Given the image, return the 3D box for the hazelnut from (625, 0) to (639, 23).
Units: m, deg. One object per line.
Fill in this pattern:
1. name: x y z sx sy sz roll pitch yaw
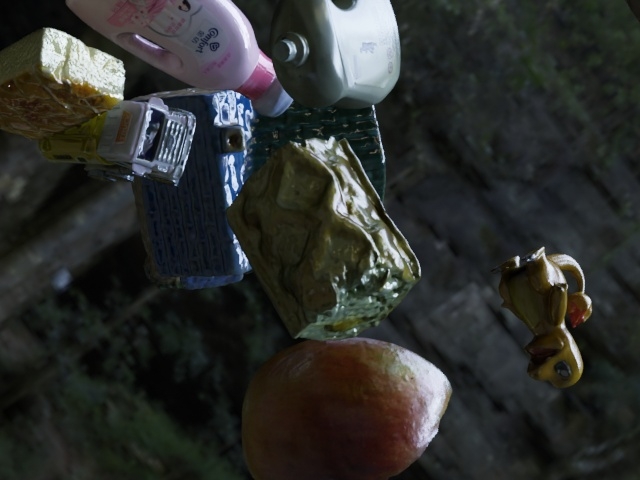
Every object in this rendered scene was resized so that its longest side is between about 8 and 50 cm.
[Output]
1. hazelnut: 0.471 -0.361 1.643 0.372 0.372 0.315 55 -25 0

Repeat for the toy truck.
1. toy truck: -0.260 -0.127 1.857 0.114 0.098 0.227 19 -8 -40

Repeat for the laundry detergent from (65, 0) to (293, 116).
1. laundry detergent: -0.176 -0.280 2.025 0.335 0.088 0.159 33 -49 -28

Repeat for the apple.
1. apple: 0.029 0.280 2.373 0.179 0.346 0.254 17 62 -71

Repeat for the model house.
1. model house: -0.117 -0.102 2.768 0.400 0.445 0.395 -167 -110 -75

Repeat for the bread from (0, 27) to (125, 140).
1. bread: -0.334 -0.181 1.777 0.125 0.068 0.188 23 -28 -39

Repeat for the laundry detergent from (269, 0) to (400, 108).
1. laundry detergent: 0.011 -0.249 1.864 0.091 0.253 0.181 -2 -81 28

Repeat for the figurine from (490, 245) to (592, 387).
1. figurine: 0.294 0.096 1.861 0.121 0.122 0.176 -21 -102 56

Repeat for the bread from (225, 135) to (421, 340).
1. bread: 0.002 -0.003 2.025 0.252 0.196 0.238 61 21 14
